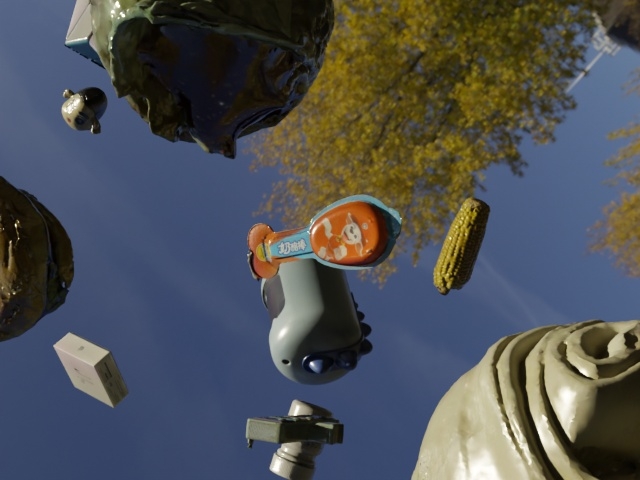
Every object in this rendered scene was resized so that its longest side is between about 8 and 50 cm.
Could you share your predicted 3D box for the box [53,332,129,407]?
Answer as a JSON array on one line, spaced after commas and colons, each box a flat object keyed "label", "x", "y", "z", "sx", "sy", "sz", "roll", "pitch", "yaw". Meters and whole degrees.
[{"label": "box", "x": -0.481, "y": 0.272, "z": 1.499, "sx": 0.129, "sy": 0.130, "sz": 0.051, "roll": 16, "pitch": -137, "yaw": 31}]

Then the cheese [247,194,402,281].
[{"label": "cheese", "x": 0.000, "y": 0.000, "z": 1.035, "sx": 0.037, "sy": 0.256, "sz": 0.106, "roll": -7, "pitch": -94, "yaw": -65}]

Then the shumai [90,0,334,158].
[{"label": "shumai", "x": -0.101, "y": -0.256, "z": 0.854, "sx": 0.330, "sy": 0.288, "sz": 0.291, "roll": -20, "pitch": -85, "yaw": -16}]

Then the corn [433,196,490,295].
[{"label": "corn", "x": 0.355, "y": 0.019, "z": 1.792, "sx": 0.097, "sy": 0.261, "sz": 0.097, "roll": 16, "pitch": -163, "yaw": -5}]

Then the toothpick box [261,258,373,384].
[{"label": "toothpick box", "x": -0.008, "y": 0.208, "z": 1.806, "sx": 0.263, "sy": 0.263, "sz": 0.354, "roll": 19, "pitch": -152, "yaw": -20}]

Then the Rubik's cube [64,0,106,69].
[{"label": "Rubik's cube", "x": -0.482, "y": -0.607, "z": 1.934, "sx": 0.358, "sy": 0.368, "sz": 0.387, "roll": 42, "pitch": -169, "yaw": 35}]

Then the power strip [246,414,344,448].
[{"label": "power strip", "x": -0.027, "y": 0.375, "z": 1.387, "sx": 0.216, "sy": 0.145, "sz": 0.061, "roll": 16, "pitch": -106, "yaw": -55}]

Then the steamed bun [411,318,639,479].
[{"label": "steamed bun", "x": 0.258, "y": 0.200, "z": 0.603, "sx": 0.310, "sy": 0.219, "sz": 0.324, "roll": -19, "pitch": -135, "yaw": -23}]

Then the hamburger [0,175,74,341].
[{"label": "hamburger", "x": -0.551, "y": 0.032, "z": 1.216, "sx": 0.265, "sy": 0.285, "sz": 0.134, "roll": 42, "pitch": -154, "yaw": 15}]

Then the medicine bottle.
[{"label": "medicine bottle", "x": -0.042, "y": 0.458, "z": 1.628, "sx": 0.105, "sy": 0.105, "sz": 0.168, "roll": 23, "pitch": -100, "yaw": -16}]

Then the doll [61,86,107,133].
[{"label": "doll", "x": -0.462, "y": -0.253, "z": 1.389, "sx": 0.089, "sy": 0.179, "sz": 0.102, "roll": -45, "pitch": -79, "yaw": -22}]
